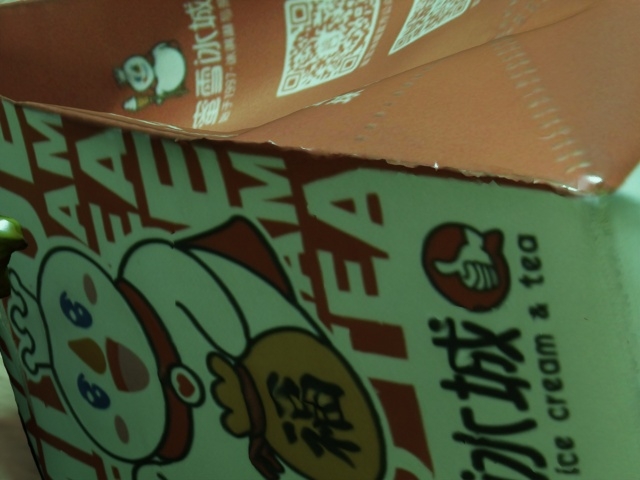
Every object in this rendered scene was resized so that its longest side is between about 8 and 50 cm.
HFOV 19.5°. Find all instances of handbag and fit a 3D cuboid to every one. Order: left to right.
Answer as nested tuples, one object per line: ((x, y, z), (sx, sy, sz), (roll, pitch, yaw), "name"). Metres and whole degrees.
((0.000, 0.000, 0.561), (0.298, 0.171, 0.151), (8, 37, 36), "handbag")

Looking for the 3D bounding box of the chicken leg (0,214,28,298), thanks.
((-0.208, 0.079, 0.585), (0.211, 0.140, 0.361), (-48, 18, -27), "chicken leg")
